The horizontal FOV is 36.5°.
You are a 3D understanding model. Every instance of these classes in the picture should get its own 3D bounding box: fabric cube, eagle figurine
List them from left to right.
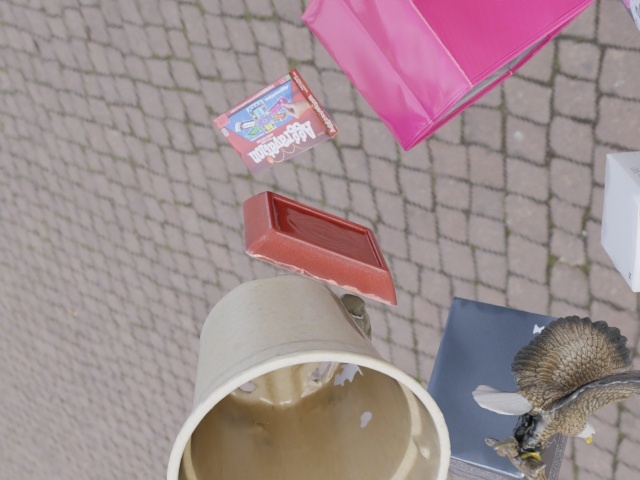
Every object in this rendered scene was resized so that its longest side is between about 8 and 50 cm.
[{"bbox_3d":[0.171,-0.327,1.377,0.258,0.254,0.259,52,158,2],"label":"fabric cube"},{"bbox_3d":[0.393,0.238,1.490,0.226,0.298,0.225,42,178,20],"label":"eagle figurine"}]

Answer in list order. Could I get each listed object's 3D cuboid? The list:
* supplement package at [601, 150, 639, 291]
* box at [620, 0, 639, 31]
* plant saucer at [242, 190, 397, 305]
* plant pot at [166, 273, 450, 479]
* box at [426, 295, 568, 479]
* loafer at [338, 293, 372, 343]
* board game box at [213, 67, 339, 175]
[{"bbox_3d":[0.619,-0.042,1.546,0.293,0.177,0.175,-5,116,-1],"label":"supplement package"},{"bbox_3d":[0.613,-0.460,1.698,0.142,0.247,0.163,-10,127,8],"label":"box"},{"bbox_3d":[0.000,0.000,1.612,0.258,0.259,0.048,20,106,-12],"label":"plant saucer"},{"bbox_3d":[-0.038,0.207,1.255,0.305,0.333,0.334,-114,8,-62],"label":"plant pot"},{"bbox_3d":[0.357,0.319,1.883,0.212,0.294,0.395,12,164,24],"label":"box"},{"bbox_3d":[0.022,0.125,1.512,0.094,0.087,0.251,-2,166,14],"label":"loafer"},{"bbox_3d":[-0.092,-0.225,1.900,0.145,0.027,0.281,53,144,-13],"label":"board game box"}]
